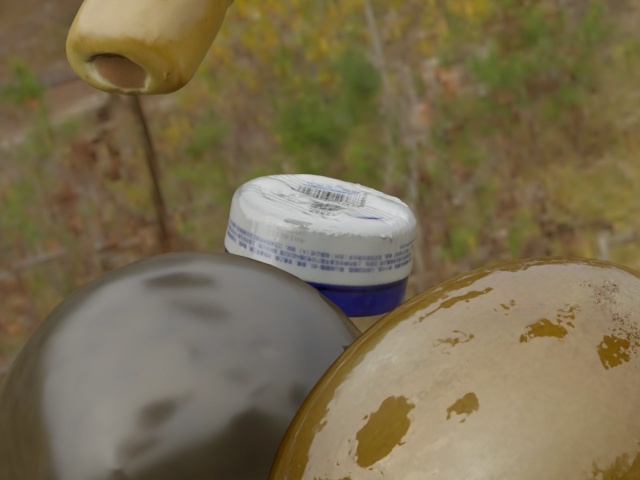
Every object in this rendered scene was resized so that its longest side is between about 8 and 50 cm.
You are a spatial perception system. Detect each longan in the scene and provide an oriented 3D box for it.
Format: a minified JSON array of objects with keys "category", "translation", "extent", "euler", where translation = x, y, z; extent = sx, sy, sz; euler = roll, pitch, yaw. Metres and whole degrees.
[{"category":"longan","translation":[-0.122,0.180,1.715],"extent":[0.404,0.336,0.404],"euler":[-22,8,3]}]

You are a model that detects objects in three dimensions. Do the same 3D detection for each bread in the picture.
[{"category":"bread","translation":[-0.156,-0.219,1.768],"extent":[0.134,0.085,0.173],"euler":[11,59,24]}]

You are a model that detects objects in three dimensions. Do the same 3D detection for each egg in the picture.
[{"category":"egg","translation":[0.117,0.168,1.235],"extent":[0.351,0.282,0.282],"euler":[-46,22,-1]}]

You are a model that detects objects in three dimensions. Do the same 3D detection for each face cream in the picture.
[{"category":"face cream","translation":[0.000,0.000,2.068],"extent":[0.206,0.111,0.206],"euler":[9,18,-3]}]
